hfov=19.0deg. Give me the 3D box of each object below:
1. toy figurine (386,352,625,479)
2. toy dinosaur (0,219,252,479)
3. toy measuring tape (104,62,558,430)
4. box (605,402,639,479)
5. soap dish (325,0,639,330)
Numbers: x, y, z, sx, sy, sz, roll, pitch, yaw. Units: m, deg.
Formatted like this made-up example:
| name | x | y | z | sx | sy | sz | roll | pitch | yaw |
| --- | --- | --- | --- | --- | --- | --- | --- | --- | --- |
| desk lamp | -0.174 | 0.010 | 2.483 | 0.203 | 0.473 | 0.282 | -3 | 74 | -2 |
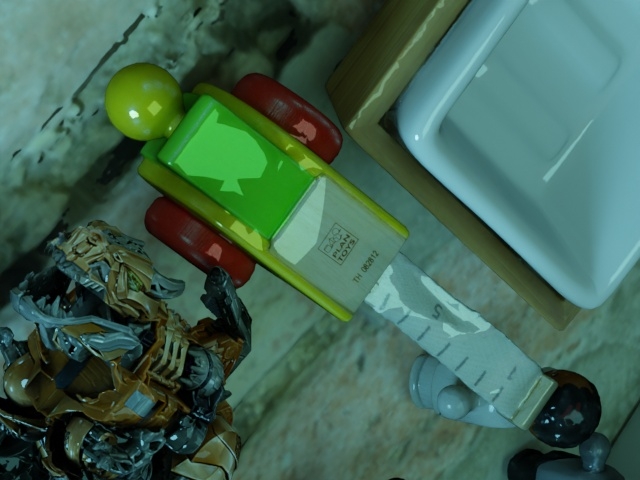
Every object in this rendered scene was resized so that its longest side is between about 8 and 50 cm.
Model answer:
| name | x | y | z | sx | sy | sz | roll | pitch | yaw |
| --- | --- | --- | --- | --- | --- | --- | --- | --- | --- |
| toy figurine | 0.120 | 0.187 | 1.214 | 0.209 | 0.148 | 0.213 | -52 | 127 | -22 |
| toy dinosaur | -0.112 | 0.127 | 1.046 | 0.218 | 0.164 | 0.322 | -38 | 125 | -17 |
| toy measuring tape | 0.000 | 0.000 | 1.095 | 0.330 | 0.121 | 0.121 | 38 | 85 | -29 |
| box | 0.293 | 0.157 | 1.376 | 0.130 | 0.091 | 0.170 | 37 | 85 | -38 |
| soap dish | 0.154 | -0.124 | 1.159 | 0.229 | 0.118 | 0.291 | 40 | 84 | -37 |
